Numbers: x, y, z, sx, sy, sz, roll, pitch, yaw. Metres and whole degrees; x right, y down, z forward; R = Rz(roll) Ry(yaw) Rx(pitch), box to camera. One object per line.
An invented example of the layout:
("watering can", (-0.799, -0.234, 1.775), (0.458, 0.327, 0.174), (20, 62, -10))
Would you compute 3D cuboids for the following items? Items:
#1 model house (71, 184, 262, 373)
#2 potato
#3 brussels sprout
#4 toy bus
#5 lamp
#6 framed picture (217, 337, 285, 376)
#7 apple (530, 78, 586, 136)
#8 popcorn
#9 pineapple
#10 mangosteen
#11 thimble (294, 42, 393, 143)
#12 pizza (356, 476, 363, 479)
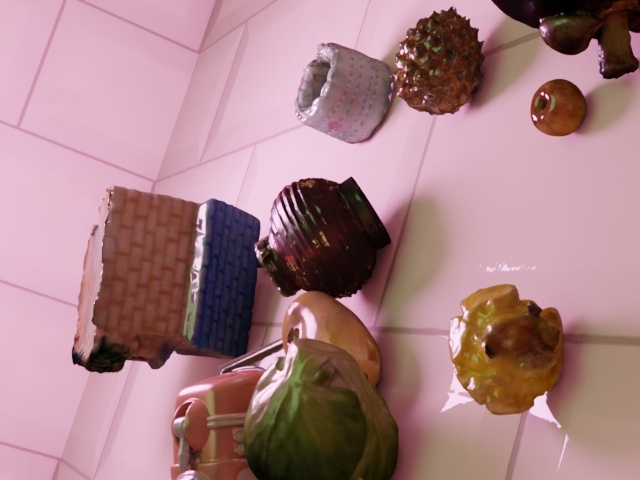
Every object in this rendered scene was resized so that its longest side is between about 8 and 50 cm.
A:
("model house", (-0.337, 0.125, 2.455), (0.445, 0.400, 0.395), (146, 128, -67))
("potato", (0.016, 0.184, 1.817), (0.150, 0.146, 0.234), (-47, 37, 6))
("brussels sprout", (-0.004, 0.279, 1.631), (0.219, 0.210, 0.271), (10, 106, 38))
("toy bus", (-0.140, 0.350, 1.765), (0.194, 0.232, 0.287), (-13, 75, 40))
("lamp", (0.000, 0.000, 1.928), (0.247, 0.247, 0.247), (-50, 29, 40))
("framed picture", (-0.088, 0.371, 1.940), (0.326, 0.028, 0.446), (-27, 43, 34))
("apple", (0.338, -0.187, 1.521), (0.084, 0.071, 0.084), (-42, 41, 53))
("popcorn", (0.236, 0.136, 1.363), (0.152, 0.148, 0.167), (100, 166, -64))
("pineapple", (0.206, -0.317, 1.837), (0.166, 0.166, 0.193), (-26, 45, 60))
("mangosteen", (0.340, -0.396, 1.424), (0.297, 0.297, 0.293), (-14, 55, 64))
("thimble", (0.048, -0.310, 2.211), (0.185, 0.149, 0.211), (-49, 28, 45))
("pizza", (0.047, 0.424, 1.525), (0.271, 0.134, 0.056), (-39, -13, 17))
